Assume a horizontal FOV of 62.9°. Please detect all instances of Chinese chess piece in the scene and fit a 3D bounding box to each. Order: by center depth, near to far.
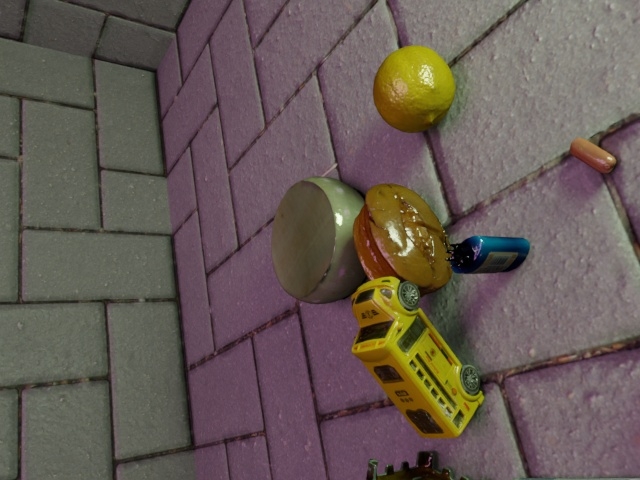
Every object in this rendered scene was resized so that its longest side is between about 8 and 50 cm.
[{"bbox_3d":[0.000,0.000,1.444,0.349,0.146,0.350,-7,81,55],"label":"Chinese chess piece"}]

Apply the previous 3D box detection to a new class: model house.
[{"bbox_3d":[0.208,0.568,1.052,0.198,0.224,0.216,8,91,52],"label":"model house"}]

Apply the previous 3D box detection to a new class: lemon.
[{"bbox_3d":[0.202,-0.336,1.157,0.178,0.178,0.203,-47,53,43],"label":"lemon"}]

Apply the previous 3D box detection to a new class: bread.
[{"bbox_3d":[0.179,0.001,1.152,0.143,0.195,0.270,-55,46,47],"label":"bread"}]

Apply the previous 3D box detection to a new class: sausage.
[{"bbox_3d":[0.464,-0.145,0.893,0.083,0.034,0.034,52,128,42],"label":"sausage"}]

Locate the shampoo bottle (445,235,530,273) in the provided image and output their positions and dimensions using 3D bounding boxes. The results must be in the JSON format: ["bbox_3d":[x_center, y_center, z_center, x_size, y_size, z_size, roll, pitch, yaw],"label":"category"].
[{"bbox_3d":[0.306,0.028,0.974,0.087,0.182,0.050,-56,47,37],"label":"shampoo bottle"}]

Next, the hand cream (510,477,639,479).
[{"bbox_3d":[0.435,0.437,0.883,0.255,0.048,0.080,-25,73,49],"label":"hand cream"}]

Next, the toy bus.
[{"bbox_3d":[0.177,0.237,1.064,0.330,0.152,0.144,53,142,-8],"label":"toy bus"}]
